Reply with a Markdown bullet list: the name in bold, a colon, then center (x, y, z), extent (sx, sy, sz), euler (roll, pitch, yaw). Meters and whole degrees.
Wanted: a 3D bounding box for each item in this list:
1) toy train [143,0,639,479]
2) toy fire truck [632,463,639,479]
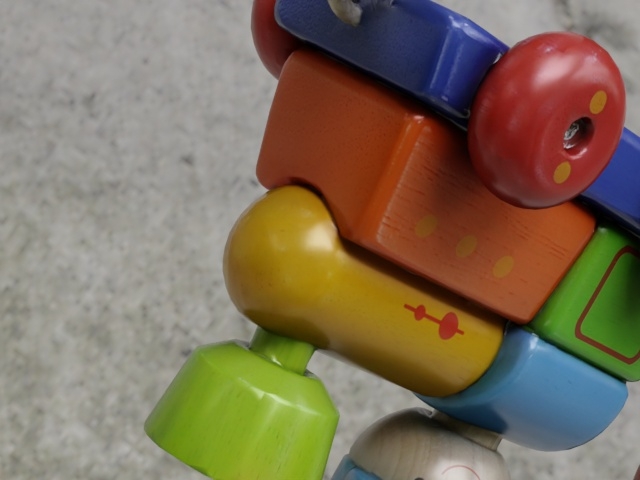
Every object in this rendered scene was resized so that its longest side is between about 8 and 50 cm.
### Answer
- **toy train**: center (0.000, 0.000, 0.455), extent (0.248, 0.143, 0.105), euler (26, 4, -46)
- **toy fire truck**: center (0.285, 0.209, 0.922), extent (0.302, 0.254, 0.169), euler (-16, 37, -5)
